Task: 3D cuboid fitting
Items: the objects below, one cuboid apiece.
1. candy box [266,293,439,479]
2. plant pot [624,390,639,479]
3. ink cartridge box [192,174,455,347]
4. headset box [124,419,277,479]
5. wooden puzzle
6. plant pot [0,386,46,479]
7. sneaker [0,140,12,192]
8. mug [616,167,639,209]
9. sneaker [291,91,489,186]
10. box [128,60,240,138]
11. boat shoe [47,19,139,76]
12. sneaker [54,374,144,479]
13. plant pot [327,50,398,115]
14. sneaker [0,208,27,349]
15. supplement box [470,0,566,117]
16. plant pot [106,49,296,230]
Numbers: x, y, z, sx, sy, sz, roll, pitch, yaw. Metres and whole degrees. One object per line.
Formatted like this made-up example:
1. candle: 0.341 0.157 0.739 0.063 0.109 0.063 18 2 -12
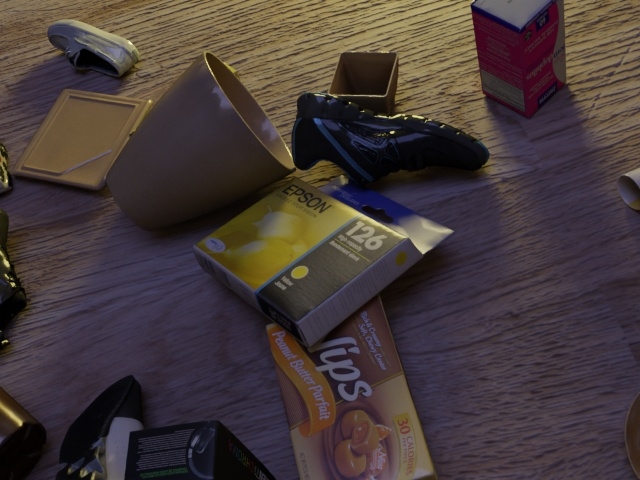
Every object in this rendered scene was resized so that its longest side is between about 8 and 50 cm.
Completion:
1. candy box: 0.043 0.242 1.478 0.183 0.087 0.316 -18 52 3
2. plant pot: 0.531 0.273 1.357 0.237 0.032 0.236 -7 55 10
3. ink cartridge box: 0.000 0.000 1.613 0.307 0.072 0.304 -38 40 -19
4. headset box: -0.152 0.416 1.305 0.131 0.246 0.283 -11 52 16
5. wooden puzzle: -0.461 -0.195 1.964 0.239 0.044 0.220 9 59 26
6. plant pot: -0.528 0.295 1.564 0.165 0.167 0.167 30 68 23
7. sneaker: -0.655 -0.156 1.972 0.071 0.068 0.169 -25 53 5
8. mug: 0.519 -0.083 1.607 0.064 0.078 0.062 -29 20 -16
9. sneaker: 0.116 -0.155 1.736 0.341 0.125 0.139 13 94 11
10. box: -0.247 -0.233 1.901 0.058 0.087 0.232 36 70 30
11. boat shoe: -0.485 -0.392 2.083 0.228 0.079 0.081 19 58 23
12. sneaker: -0.306 0.343 1.502 0.122 0.146 0.330 -33 25 23
13. plant pot: 0.086 -0.268 1.824 0.109 0.096 0.109 4 56 19
14. sneaker: -0.573 0.075 1.774 0.130 0.109 0.286 0 64 8
15. supplement box: 0.341 -0.334 1.724 0.111 0.220 0.114 -44 57 -15
16. plant pot: -0.227 -0.145 1.757 0.274 0.256 0.256 -36 52 11
